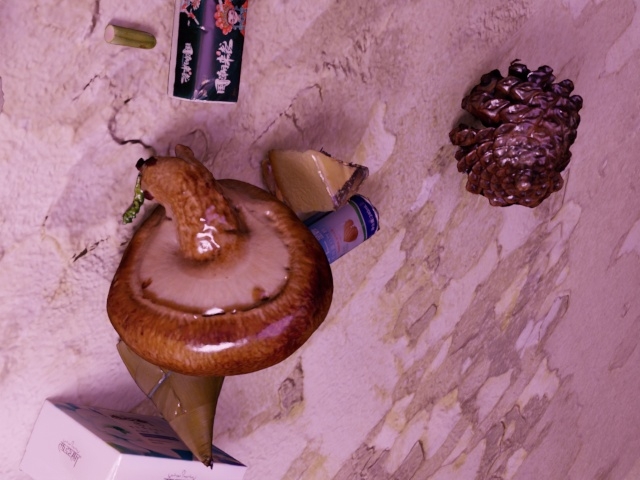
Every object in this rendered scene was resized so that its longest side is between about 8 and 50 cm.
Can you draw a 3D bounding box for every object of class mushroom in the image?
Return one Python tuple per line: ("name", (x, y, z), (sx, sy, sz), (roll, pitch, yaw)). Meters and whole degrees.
("mushroom", (-0.163, 0.036, 1.407), (0.345, 0.345, 0.259), (-46, 148, -27))

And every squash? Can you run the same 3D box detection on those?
("squash", (-0.272, -0.293, 1.385), (0.083, 0.027, 0.027), (-1, 104, -47))

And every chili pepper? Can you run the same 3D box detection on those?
("chili pepper", (-0.283, -0.060, 1.463), (0.027, 0.022, 0.083), (42, 67, -82))

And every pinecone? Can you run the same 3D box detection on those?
("pinecone", (0.408, -0.233, 2.005), (0.298, 0.242, 0.295), (45, 61, -45))

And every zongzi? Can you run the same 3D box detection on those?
("zongzi", (-0.172, 0.223, 1.519), (0.228, 0.256, 0.115), (-15, 147, -49))

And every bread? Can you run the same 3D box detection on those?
("bread", (-0.008, -0.116, 1.661), (0.152, 0.147, 0.127), (-33, 114, -44))

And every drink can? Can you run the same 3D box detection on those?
("drink can", (0.000, 0.000, 1.742), (0.235, 0.097, 0.097), (-33, 126, -38))

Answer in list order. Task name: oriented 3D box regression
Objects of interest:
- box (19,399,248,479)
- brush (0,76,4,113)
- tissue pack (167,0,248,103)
("box", (-0.282, 0.347, 1.467), (0.274, 0.203, 0.116), (23, 87, -49))
("brush", (-0.501, -0.205, 1.059), (0.174, 0.166, 0.266), (-52, 133, -22))
("tissue pack", (-0.171, -0.296, 1.448), (0.103, 0.090, 0.170), (-7, 109, -50))
